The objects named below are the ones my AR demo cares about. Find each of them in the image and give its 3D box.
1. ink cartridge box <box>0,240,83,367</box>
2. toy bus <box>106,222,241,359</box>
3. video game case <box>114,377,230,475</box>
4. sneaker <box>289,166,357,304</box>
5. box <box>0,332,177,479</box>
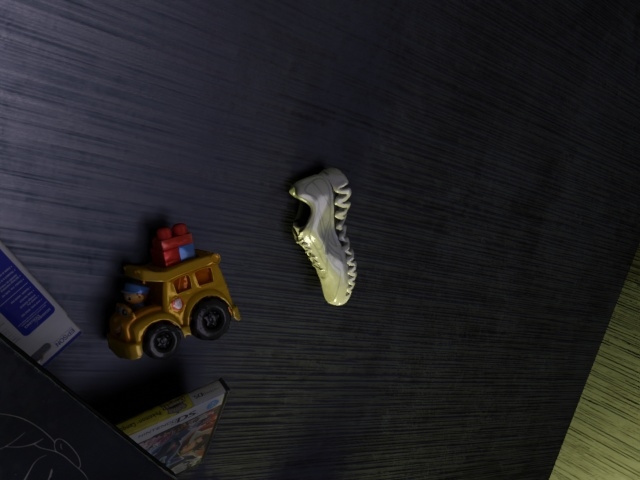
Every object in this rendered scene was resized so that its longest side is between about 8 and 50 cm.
[{"bbox_3d":[-0.525,0.084,1.226,0.165,0.065,0.332,-44,131,-19],"label":"ink cartridge box"},{"bbox_3d":[-0.274,0.083,1.410,0.220,0.149,0.211,-21,108,-32],"label":"toy bus"},{"bbox_3d":[-0.305,0.388,1.500,0.248,0.035,0.274,-19,146,-36],"label":"video game case"},{"bbox_3d":[0.000,0.000,1.648,0.118,0.110,0.291,-17,111,-28],"label":"sneaker"},{"bbox_3d":[-0.534,0.353,1.059,0.479,0.298,0.471,-52,135,-21],"label":"box"}]
